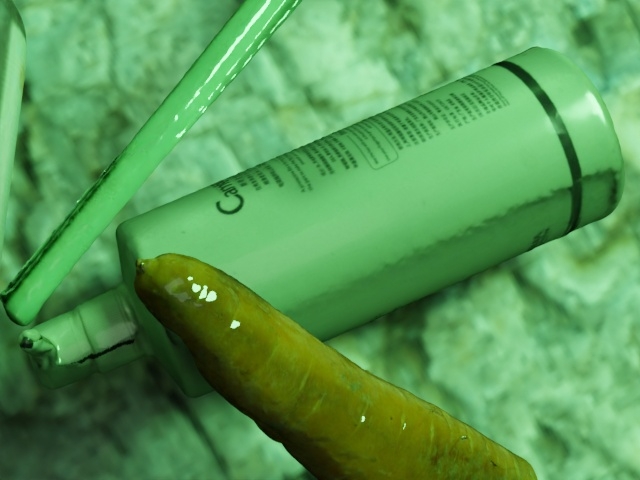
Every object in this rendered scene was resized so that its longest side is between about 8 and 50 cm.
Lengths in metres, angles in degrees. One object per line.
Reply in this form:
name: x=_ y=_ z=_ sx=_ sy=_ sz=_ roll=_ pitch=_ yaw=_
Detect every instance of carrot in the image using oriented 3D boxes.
carrot: x=0.005 y=0.066 z=0.419 sx=0.210 sy=0.061 sz=0.061 roll=39 pitch=77 yaw=-31

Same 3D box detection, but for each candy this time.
candy: x=-0.025 y=-0.098 z=0.454 sx=0.093 sy=0.092 sz=0.335 roll=43 pitch=69 yaw=-22

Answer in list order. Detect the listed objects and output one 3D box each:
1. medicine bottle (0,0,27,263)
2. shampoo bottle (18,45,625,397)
medicine bottle: x=-0.198 y=-0.062 z=0.402 sx=0.165 sy=0.165 sz=0.273 roll=6 pitch=80 yaw=-8
shampoo bottle: x=0.000 y=0.000 z=0.461 sx=0.262 sy=0.085 sz=0.085 roll=-23 pitch=86 yaw=-11
